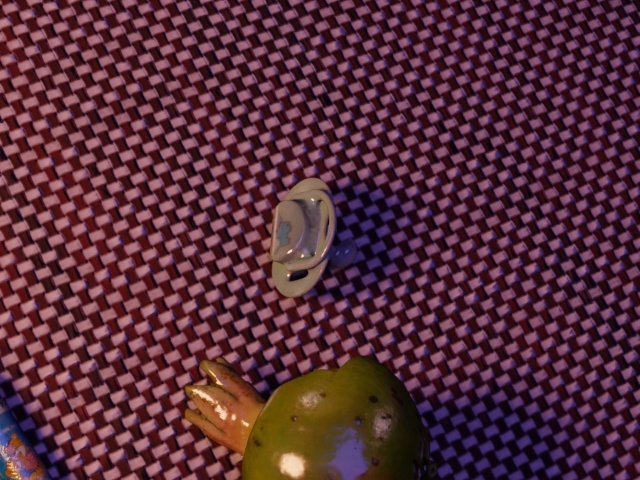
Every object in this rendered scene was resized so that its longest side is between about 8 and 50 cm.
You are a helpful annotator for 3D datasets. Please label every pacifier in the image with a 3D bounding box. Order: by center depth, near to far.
[{"bbox_3d":[0.000,0.000,1.766,0.117,0.127,0.150,19,59,-33],"label":"pacifier"}]

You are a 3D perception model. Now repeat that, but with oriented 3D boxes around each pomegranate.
[{"bbox_3d":[-0.020,0.234,1.633,0.302,0.236,0.236,18,67,18],"label":"pomegranate"}]

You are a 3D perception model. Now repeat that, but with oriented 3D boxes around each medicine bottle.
[{"bbox_3d":[-0.364,0.209,1.631,0.051,0.051,0.191,-32,81,-21],"label":"medicine bottle"}]
